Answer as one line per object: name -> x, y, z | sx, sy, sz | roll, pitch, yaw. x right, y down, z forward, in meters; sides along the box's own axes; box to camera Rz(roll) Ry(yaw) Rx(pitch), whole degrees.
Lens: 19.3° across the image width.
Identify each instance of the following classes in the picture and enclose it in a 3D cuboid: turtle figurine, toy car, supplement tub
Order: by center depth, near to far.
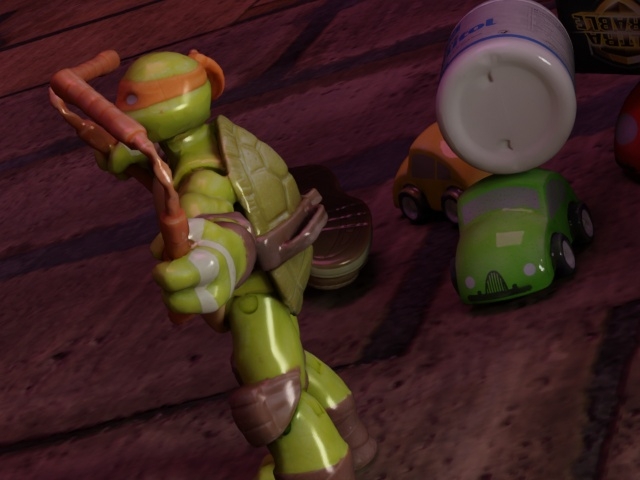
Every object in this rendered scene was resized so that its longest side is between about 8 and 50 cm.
turtle figurine -> -0.037, 0.007, 0.771 | 0.087, 0.217, 0.269 | -23, 16, -7
supplement tub -> 0.096, -0.081, 0.964 | 0.071, 0.071, 0.107 | -17, 17, 12
toy car -> 0.120, -0.034, 1.004 | 0.239, 0.053, 0.225 | -13, 18, 25

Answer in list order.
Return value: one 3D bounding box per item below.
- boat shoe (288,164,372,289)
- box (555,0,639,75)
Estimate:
boat shoe -> -0.002, 0.000, 1.078 | 0.056, 0.048, 0.153 | -11, 21, -10
box -> 0.324, -0.173, 1.037 | 0.293, 0.073, 0.295 | 5, 30, 35
